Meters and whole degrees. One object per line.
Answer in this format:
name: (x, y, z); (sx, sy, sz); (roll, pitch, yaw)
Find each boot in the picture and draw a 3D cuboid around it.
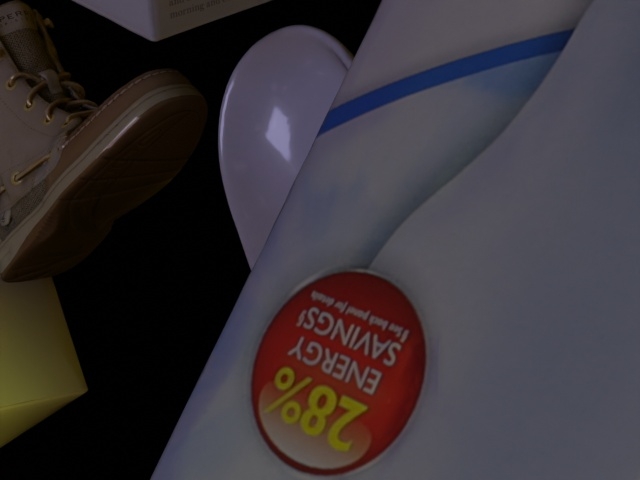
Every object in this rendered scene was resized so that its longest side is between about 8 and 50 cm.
boot: (-0.202, -0.108, 0.887); (0.262, 0.095, 0.203); (-39, 68, 43)

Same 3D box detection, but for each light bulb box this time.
light bulb box: (0.176, 0.049, 0.375); (0.358, 0.225, 0.361); (20, 82, 40)

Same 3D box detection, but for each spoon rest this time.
spoon rest: (0.000, 0.000, 0.714); (0.137, 0.084, 0.276); (-22, 81, 42)

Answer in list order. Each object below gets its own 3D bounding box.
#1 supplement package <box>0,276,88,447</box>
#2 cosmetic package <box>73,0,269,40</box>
supplement package: (-0.371, 0.116, 1.012); (0.293, 0.175, 0.177); (-33, 72, 41)
cosmetic package: (-0.092, -0.245, 0.691); (0.151, 0.151, 0.183); (31, 133, 37)
